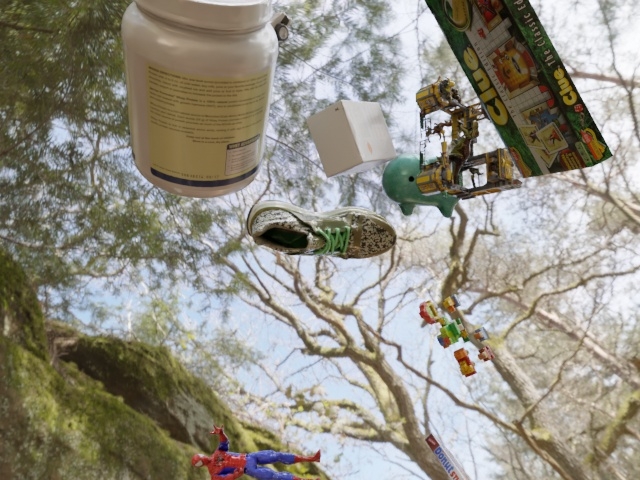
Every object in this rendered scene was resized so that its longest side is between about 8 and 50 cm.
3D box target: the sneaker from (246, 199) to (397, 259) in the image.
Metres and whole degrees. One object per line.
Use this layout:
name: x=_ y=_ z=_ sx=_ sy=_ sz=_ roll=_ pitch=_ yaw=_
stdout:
sneaker: x=0.000 y=0.000 z=1.222 sx=0.411 sy=0.182 sz=0.157 roll=4 pitch=-68 yaw=-1

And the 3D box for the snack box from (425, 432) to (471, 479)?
snack box: x=0.235 y=0.402 z=0.798 sx=0.022 sy=0.178 sz=0.064 roll=-44 pitch=-81 yaw=-1

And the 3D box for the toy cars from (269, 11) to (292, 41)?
toy cars: x=-0.234 y=-0.372 z=1.015 sx=0.394 sy=0.176 sz=0.087 roll=-31 pitch=-37 yaw=16

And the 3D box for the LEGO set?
LEGO set: x=0.371 y=-0.247 z=1.122 sx=0.255 sy=0.192 sz=0.330 roll=19 pitch=-109 yaw=-38

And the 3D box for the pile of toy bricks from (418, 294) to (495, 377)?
pile of toy bricks: x=0.329 y=0.232 z=1.149 sx=0.105 sy=0.212 sz=0.118 roll=-2 pitch=-30 yaw=-48

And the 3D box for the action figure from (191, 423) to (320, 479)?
action figure: x=-0.139 y=0.466 z=0.988 sx=0.281 sy=0.091 sz=0.139 roll=2 pitch=-42 yaw=0

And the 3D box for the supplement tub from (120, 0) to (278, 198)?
supplement tub: x=-0.198 y=-0.258 z=0.772 sx=0.236 sy=0.235 sz=0.324 roll=-7 pitch=-43 yaw=-23

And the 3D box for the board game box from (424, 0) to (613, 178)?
board game box: x=0.209 y=-0.191 z=0.516 sx=0.030 sy=0.136 sz=0.259 roll=-31 pitch=-86 yaw=-1

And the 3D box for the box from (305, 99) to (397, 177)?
box: x=0.069 y=-0.212 z=0.968 sx=0.171 sy=0.091 sz=0.129 roll=-20 pitch=-89 yaw=-55

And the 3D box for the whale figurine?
whale figurine: x=0.332 y=-0.174 z=1.510 sx=0.272 sy=0.141 sz=0.216 roll=30 pitch=-83 yaw=1
